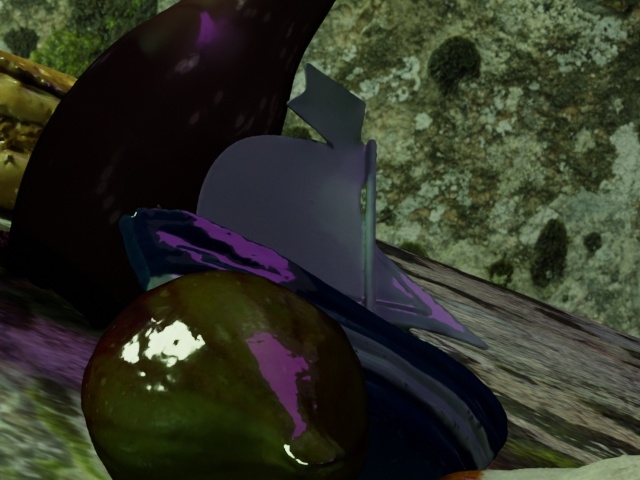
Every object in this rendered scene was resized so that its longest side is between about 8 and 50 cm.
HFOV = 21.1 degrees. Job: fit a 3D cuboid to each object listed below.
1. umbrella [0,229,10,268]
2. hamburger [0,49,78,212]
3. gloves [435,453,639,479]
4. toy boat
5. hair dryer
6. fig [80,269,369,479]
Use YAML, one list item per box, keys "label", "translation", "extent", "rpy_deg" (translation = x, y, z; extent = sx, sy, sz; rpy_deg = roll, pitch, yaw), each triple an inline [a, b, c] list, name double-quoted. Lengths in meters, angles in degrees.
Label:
- label: "umbrella"
  translation: [-0.188, 0.005, 1.060]
  extent: [0.027, 0.025, 0.165]
  rpy_deg: [3, 1, 2]
- label: "hamburger"
  translation: [-0.222, -0.080, 1.329]
  extent: [0.182, 0.118, 0.191]
  rpy_deg: [26, 8, 11]
- label: "gloves"
  translation: [0.113, 0.116, 0.524]
  extent: [0.140, 0.131, 0.218]
  rpy_deg: [21, 13, -44]
- label: "toy boat"
  translation: [0.021, 0.023, 0.869]
  extent: [0.210, 0.070, 0.291]
  rpy_deg: [45, 29, -1]
- label: "hair dryer"
  translation: [-0.020, -0.038, 1.076]
  extent: [0.123, 0.312, 0.340]
  rpy_deg: [31, -12, 36]
- label: "fig"
  translation: [-0.023, 0.065, 0.618]
  extent: [0.109, 0.103, 0.154]
  rpy_deg: [-6, 9, -28]
